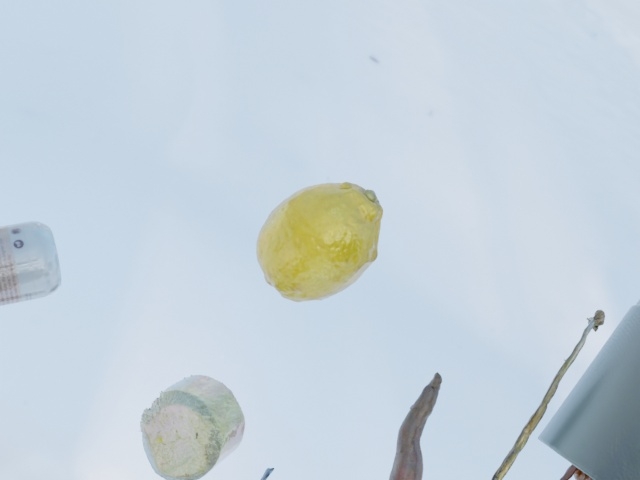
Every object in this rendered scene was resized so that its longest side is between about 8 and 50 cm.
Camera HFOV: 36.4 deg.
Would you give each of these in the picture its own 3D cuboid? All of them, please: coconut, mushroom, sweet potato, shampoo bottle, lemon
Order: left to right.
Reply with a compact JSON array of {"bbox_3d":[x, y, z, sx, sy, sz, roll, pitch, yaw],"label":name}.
[{"bbox_3d":[-0.337,0.032,0.884,0.192,0.074,0.074,-12,47,-18],"label":"shampoo bottle"},{"bbox_3d":[-0.152,0.222,1.165,0.116,0.116,0.122,38,11,8],"label":"coconut"},{"bbox_3d":[0.000,0.000,1.019,0.114,0.155,0.114,43,24,-24],"label":"lemon"},{"bbox_3d":[0.137,0.296,1.424,0.050,0.050,0.214,20,76,-23],"label":"sweet potato"},{"bbox_3d":[0.292,0.211,1.268,0.028,0.286,0.026,37,-7,-34],"label":"mushroom"}]

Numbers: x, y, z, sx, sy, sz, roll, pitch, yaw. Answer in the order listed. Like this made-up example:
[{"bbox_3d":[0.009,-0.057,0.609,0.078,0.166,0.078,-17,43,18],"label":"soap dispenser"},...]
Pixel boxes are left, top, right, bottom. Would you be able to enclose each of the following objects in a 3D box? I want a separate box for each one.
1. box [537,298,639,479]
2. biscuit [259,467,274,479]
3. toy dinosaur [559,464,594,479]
[{"bbox_3d":[0.305,0.163,0.756,0.226,0.149,0.226,36,-1,1],"label":"box"},{"bbox_3d":[-0.179,0.244,0.684,0.079,0.309,0.186,58,43,-19],"label":"biscuit"},{"bbox_3d":[0.406,0.233,1.257,0.097,0.432,0.208,30,-13,21],"label":"toy dinosaur"}]
